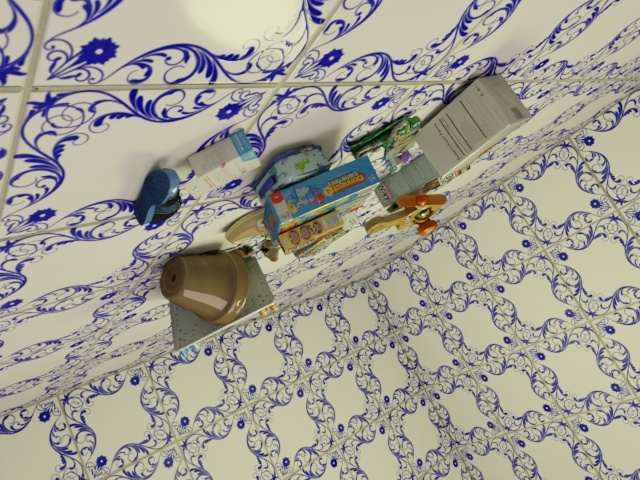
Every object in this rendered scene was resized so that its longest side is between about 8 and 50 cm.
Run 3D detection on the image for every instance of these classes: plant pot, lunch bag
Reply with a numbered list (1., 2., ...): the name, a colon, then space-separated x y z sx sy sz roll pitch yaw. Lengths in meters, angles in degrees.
1. plant pot: -0.411 0.144 1.871 0.263 0.263 0.229 -34 146 27
2. lunch bag: -0.086 -0.177 1.533 0.176 0.090 0.219 -23 171 -31

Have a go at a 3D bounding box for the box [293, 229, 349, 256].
1. box: 0.000 0.000 2.498 0.233 0.044 0.159 -33 166 23

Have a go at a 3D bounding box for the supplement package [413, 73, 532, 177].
1. supplement package: 0.482 -0.363 1.754 0.177 0.175 0.293 -25 169 -44

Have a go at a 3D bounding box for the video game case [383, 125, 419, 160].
1. video game case: 0.272 -0.329 1.848 0.119 0.015 0.166 -26 167 -3

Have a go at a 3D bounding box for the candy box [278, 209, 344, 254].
1. candy box: -0.029 -0.022 1.583 0.187 0.053 0.109 -25 174 -8

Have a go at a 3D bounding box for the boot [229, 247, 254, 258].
1. boot: -0.310 0.057 2.111 0.118 0.042 0.087 -16 172 -19

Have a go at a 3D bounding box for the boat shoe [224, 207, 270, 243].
1. boat shoe: -0.171 -0.055 1.822 0.302 0.098 0.109 -26 167 -6

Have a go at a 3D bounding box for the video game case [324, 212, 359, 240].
1. video game case: 0.060 -0.075 2.291 0.173 0.022 0.190 -30 153 9

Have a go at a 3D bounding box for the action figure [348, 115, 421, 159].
1. action figure: 0.205 -0.315 1.682 0.232 0.063 0.137 -33 163 5

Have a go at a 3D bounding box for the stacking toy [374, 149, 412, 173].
1. stacking toy: 0.281 -0.274 1.933 0.167 0.052 0.221 -23 176 -26

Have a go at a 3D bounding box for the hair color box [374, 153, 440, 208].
1. hair color box: 0.404 -0.254 2.188 0.374 0.113 0.185 -30 166 12

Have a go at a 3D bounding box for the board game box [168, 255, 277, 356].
1. board game box: -0.381 0.240 2.091 0.390 0.050 0.390 -27 -151 -6

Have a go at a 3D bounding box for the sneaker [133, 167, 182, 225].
1. sneaker: -0.365 -0.108 1.290 0.090 0.081 0.232 -21 172 -39

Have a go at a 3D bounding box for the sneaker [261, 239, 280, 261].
1. sneaker: -0.207 0.037 2.223 0.071 0.066 0.188 -7 157 -13

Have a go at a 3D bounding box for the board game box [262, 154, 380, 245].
1. board game box: -0.009 -0.107 1.589 0.302 0.086 0.308 -24 173 -11

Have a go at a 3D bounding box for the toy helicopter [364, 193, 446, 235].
1. toy helicopter: 0.329 -0.099 2.101 0.355 0.140 0.235 -17 161 -26

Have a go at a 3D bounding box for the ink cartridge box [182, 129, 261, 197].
1. ink cartridge box: -0.241 -0.178 1.291 0.181 0.061 0.104 -28 167 -2
